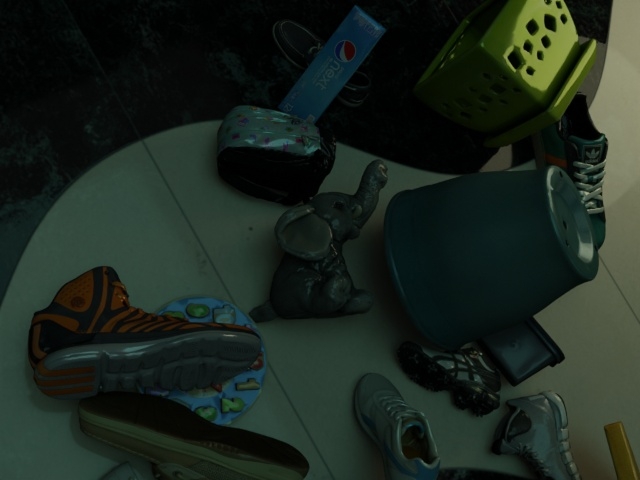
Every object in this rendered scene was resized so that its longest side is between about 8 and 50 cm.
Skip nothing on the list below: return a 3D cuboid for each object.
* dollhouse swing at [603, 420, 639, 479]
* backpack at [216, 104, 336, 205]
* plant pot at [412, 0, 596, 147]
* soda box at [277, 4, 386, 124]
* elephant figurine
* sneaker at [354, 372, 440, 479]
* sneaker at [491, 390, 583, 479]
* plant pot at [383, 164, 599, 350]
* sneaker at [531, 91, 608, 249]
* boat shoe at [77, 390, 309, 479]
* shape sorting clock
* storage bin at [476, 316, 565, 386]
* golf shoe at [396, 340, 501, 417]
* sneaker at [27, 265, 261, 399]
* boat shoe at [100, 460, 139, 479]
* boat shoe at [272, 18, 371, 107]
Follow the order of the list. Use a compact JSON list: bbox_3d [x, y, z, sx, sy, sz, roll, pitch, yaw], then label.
[{"bbox_3d":[0.412,0.509,1.350,0.315,0.305,0.347,-27,121,4],"label":"dollhouse swing"},{"bbox_3d":[-0.079,-0.141,1.417,0.181,0.152,0.115,11,55,-13],"label":"backpack"},{"bbox_3d":[0.337,-0.306,1.566,0.207,0.228,0.227,41,65,-12],"label":"plant pot"},{"bbox_3d":[0.019,-0.286,1.464,0.067,0.071,0.210,38,101,-6],"label":"soda box"},{"bbox_3d":[0.000,0.000,1.387,0.185,0.169,0.240,1,79,-35],"label":"elephant figurine"},{"bbox_3d":[0.121,0.282,1.338,0.087,0.092,0.229,1,39,-25],"label":"sneaker"},{"bbox_3d":[0.348,0.366,1.448,0.132,0.086,0.229,-3,68,-13],"label":"sneaker"},{"bbox_3d":[0.277,0.008,1.366,0.271,0.255,0.272,33,46,-43],"label":"plant pot"},{"bbox_3d":[0.468,-0.128,1.609,0.108,0.121,0.302,-8,77,-21],"label":"sneaker"},{"bbox_3d":[-0.186,0.310,1.239,0.341,0.122,0.110,22,99,-14],"label":"boat shoe"},{"bbox_3d":[-0.179,0.182,1.327,0.206,0.040,0.206,6,72,-18],"label":"shape sorting clock"},{"bbox_3d":[0.328,0.177,1.486,0.091,0.098,0.135,-35,74,-7],"label":"storage bin"},{"bbox_3d":[0.214,0.207,1.451,0.198,0.077,0.094,34,55,-15],"label":"golf shoe"},{"bbox_3d":[-0.250,0.115,1.252,0.321,0.125,0.180,1,43,-26],"label":"sneaker"},{"bbox_3d":[-0.210,0.424,1.219,0.088,0.096,0.267,-41,82,-21],"label":"boat shoe"},{"bbox_3d":[0.007,-0.320,1.531,0.206,0.065,0.075,41,65,-4],"label":"boat shoe"}]
